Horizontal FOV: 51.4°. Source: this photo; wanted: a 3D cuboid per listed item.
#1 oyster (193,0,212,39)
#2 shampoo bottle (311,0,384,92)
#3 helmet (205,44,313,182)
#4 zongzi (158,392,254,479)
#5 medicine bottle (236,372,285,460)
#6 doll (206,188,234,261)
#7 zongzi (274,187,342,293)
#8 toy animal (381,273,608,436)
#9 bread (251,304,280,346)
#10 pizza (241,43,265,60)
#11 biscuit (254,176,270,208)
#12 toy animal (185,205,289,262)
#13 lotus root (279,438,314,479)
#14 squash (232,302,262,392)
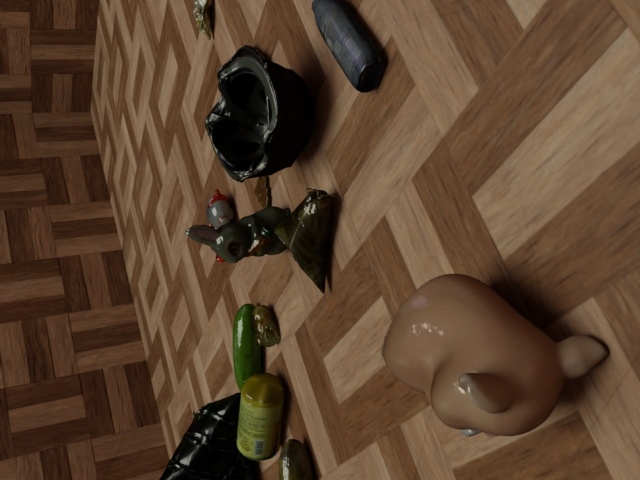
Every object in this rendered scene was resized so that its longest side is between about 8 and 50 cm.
[{"bbox_3d":[-0.335,-0.668,1.905,0.121,0.045,0.146,117,145,-54],"label":"oyster"},{"bbox_3d":[0.044,-0.370,1.216,0.233,0.049,0.087,64,150,33],"label":"shampoo bottle"},{"bbox_3d":[-0.107,-0.264,1.412,0.305,0.177,0.224,-53,56,43],"label":"helmet"},{"bbox_3d":[-0.283,0.693,2.047,0.383,0.362,0.319,-65,13,-24],"label":"zongzi"},{"bbox_3d":[-0.159,0.464,1.777,0.124,0.124,0.238,48,137,49],"label":"medicine bottle"},{"bbox_3d":[-0.302,-0.051,1.976,0.142,0.076,0.244,53,145,43],"label":"doll"},{"bbox_3d":[0.000,0.000,1.389,0.184,0.084,0.187,60,144,12],"label":"zongzi"},{"bbox_3d":[0.200,0.166,0.895,0.256,0.195,0.212,45,144,47],"label":"toy animal"},{"bbox_3d":[-0.147,0.221,1.755,0.066,0.060,0.110,68,-178,-65],"label":"bread"},{"bbox_3d":[-0.165,-0.389,1.624,0.226,0.069,0.147,42,112,48],"label":"pizza"},{"bbox_3d":[-0.144,-0.121,1.702,0.082,0.016,0.092,-49,55,51],"label":"biscuit"},{"bbox_3d":[-0.191,-0.004,1.563,0.125,0.252,0.127,60,146,32],"label":"toy animal"},{"bbox_3d":[-0.062,0.583,1.644,0.081,0.089,0.179,-19,71,33],"label":"lotus root"},{"bbox_3d":[-0.205,0.319,1.868,0.082,0.082,0.292,27,121,59],"label":"squash"}]
